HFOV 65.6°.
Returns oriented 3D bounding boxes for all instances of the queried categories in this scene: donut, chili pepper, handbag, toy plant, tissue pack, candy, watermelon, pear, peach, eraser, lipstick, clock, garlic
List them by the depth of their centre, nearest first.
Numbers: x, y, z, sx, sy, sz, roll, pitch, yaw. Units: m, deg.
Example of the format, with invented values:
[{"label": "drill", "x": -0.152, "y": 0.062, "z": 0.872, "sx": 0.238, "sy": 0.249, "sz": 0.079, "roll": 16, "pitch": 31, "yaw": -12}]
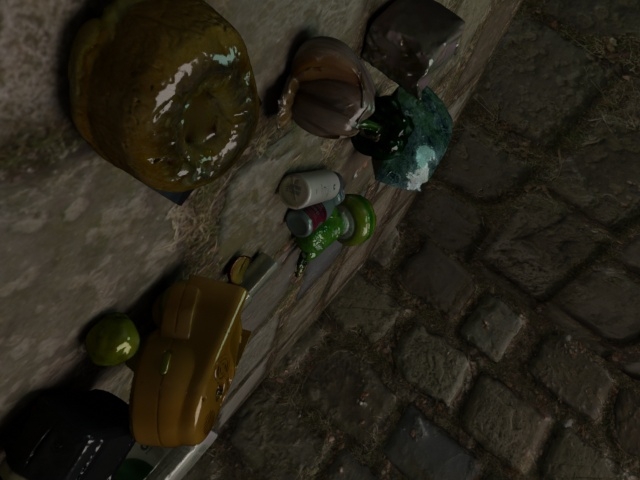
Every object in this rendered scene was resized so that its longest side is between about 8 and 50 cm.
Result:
[{"label": "donut", "x": -0.176, "y": -0.164, "z": 0.598, "sx": 0.208, "sy": 0.128, "sz": 0.261, "roll": -51, "pitch": 166, "yaw": -7}, {"label": "pear", "x": -0.378, "y": 0.178, "z": 0.901, "sx": 0.092, "sy": 0.092, "sz": 0.097, "roll": 93, "pitch": -6, "yaw": -69}, {"label": "garlic", "x": 0.007, "y": -0.243, "z": 0.918, "sx": 0.207, "sy": 0.257, "sz": 0.207, "roll": -9, "pitch": 142, "yaw": -7}, {"label": "handbag", "x": -0.467, "y": 0.390, "z": 0.930, "sx": 0.181, "sy": 0.181, "sz": 0.254, "roll": -60, "pitch": 169, "yaw": -9}, {"label": "clock", "x": -0.269, "y": 0.257, "z": 1.014, "sx": 0.244, "sy": 0.200, "sz": 0.317, "roll": 91, "pitch": 7, "yaw": -50}, {"label": "candy", "x": 0.217, "y": -0.452, "z": 1.140, "sx": 0.195, "sy": 0.184, "sz": 0.137, "roll": -47, "pitch": 171, "yaw": -26}, {"label": "eraser", "x": -0.385, "y": 0.256, "z": 1.171, "sx": 0.097, "sy": 0.045, "sz": 0.122, "roll": -56, "pitch": 166, "yaw": 10}, {"label": "peach", "x": -0.213, "y": 0.076, "z": 1.294, "sx": 0.083, "sy": 0.050, "sz": 0.077, "roll": -51, "pitch": -165, "yaw": 39}, {"label": "lipstick", "x": -0.224, "y": 0.144, "z": 1.389, "sx": 0.253, "sy": 0.079, "sz": 0.077, "roll": -50, "pitch": 166, "yaw": -21}, {"label": "chili pepper", "x": 0.166, "y": -0.309, "z": 1.405, "sx": 0.174, "sy": 0.165, "sz": 0.261, "roll": -46, "pitch": 170, "yaw": 28}, {"label": "tissue pack", "x": -0.505, "y": 0.668, "z": 1.512, "sx": 0.356, "sy": 0.194, "sz": 0.266, "roll": -47, "pitch": 167, "yaw": -22}, {"label": "watermelon", "x": 0.279, "y": -0.344, "z": 1.672, "sx": 0.258, "sy": 0.228, "sz": 0.387, "roll": -3, "pitch": -113, "yaw": 65}, {"label": "toy plant", "x": 0.034, "y": -0.045, "z": 1.693, "sx": 0.315, "sy": 0.184, "sz": 0.224, "roll": -17, "pitch": 138, "yaw": -44}, {"label": "chili pepper", "x": 0.000, "y": 0.000, "z": 1.828, "sx": 0.085, "sy": 0.076, "sz": 0.359, "roll": -35, "pitch": -172, "yaw": 48}]

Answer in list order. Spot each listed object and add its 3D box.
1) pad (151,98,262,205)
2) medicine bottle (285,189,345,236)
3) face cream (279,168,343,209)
[{"label": "pad", "x": -0.188, "y": -0.171, "z": 0.823, "sx": 0.243, "sy": 0.004, "sz": 0.163, "roll": -52, "pitch": 168, "yaw": -4}, {"label": "medicine bottle", "x": -0.009, "y": -0.097, "z": 1.488, "sx": 0.216, "sy": 0.090, "sz": 0.090, "roll": -42, "pitch": 163, "yaw": -43}, {"label": "face cream", "x": -0.007, "y": -0.149, "z": 1.359, "sx": 0.092, "sy": 0.092, "sz": 0.311, "roll": -58, "pitch": 168, "yaw": 22}]
